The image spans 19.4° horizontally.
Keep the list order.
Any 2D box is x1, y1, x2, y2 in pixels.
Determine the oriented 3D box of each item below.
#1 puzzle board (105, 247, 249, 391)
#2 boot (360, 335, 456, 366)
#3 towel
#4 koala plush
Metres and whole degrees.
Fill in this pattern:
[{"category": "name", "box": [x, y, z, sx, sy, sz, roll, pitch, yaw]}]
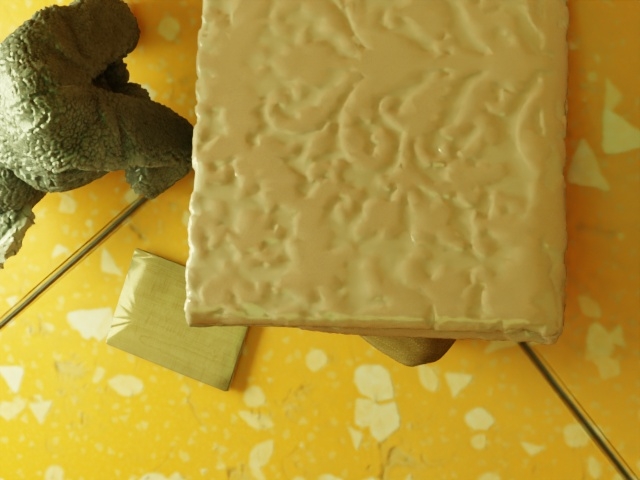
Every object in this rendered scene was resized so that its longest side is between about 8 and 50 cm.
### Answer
[{"category": "puzzle board", "box": [-0.128, 0.073, 1.734, 0.128, 0.011, 0.096, 20, 98, 14]}, {"category": "boot", "box": [0.000, 0.000, 1.648, 0.305, 0.112, 0.115, 37, 132, 20]}, {"category": "towel", "box": [0.049, -0.076, 1.565, 0.317, 0.053, 0.331, 1, 70, 6]}, {"category": "koala plush", "box": [-0.265, -0.093, 1.684, 0.221, 0.203, 0.196, -31, 84, 28]}]
